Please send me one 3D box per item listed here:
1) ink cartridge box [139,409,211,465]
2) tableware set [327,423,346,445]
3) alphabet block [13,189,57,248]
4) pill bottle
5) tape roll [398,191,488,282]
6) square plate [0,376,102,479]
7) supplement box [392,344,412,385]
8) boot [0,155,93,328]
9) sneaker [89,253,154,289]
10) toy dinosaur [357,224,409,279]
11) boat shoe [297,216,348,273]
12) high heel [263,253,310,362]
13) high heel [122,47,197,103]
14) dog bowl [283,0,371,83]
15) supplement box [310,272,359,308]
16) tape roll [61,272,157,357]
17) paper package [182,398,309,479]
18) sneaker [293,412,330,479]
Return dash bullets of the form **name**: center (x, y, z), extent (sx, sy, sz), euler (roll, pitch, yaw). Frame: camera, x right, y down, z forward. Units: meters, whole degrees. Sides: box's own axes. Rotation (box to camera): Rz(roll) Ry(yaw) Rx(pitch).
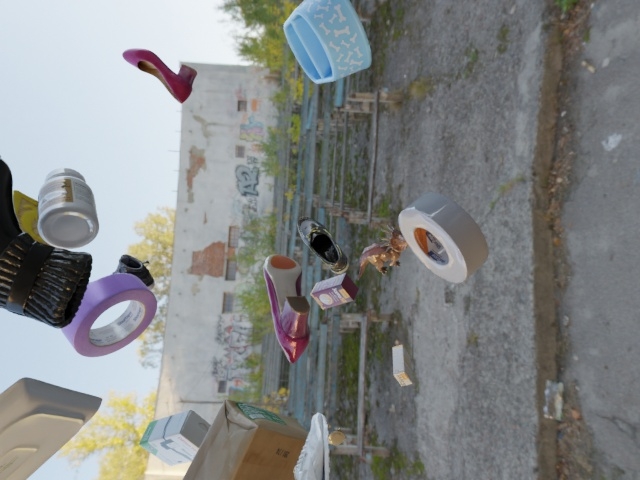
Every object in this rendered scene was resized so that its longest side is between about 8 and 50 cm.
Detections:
- **ink cartridge box**: center (-0.464, 0.655, 1.336), extent (0.153, 0.208, 0.087), euler (52, -152, -23)
- **tableware set**: center (0.000, 0.733, 1.487), extent (0.168, 0.141, 0.020), euler (-44, 18, 6)
- **alphabet block**: center (-0.940, -0.001, 1.254), extent (0.193, 0.197, 0.193), euler (46, -159, -54)
- **pill bottle**: center (-0.666, -0.094, 1.065), extent (0.229, 0.131, 0.131), euler (52, 148, 42)
- **tape roll**: center (0.287, -0.006, 0.964), extent (0.219, 0.072, 0.219), euler (49, 166, 16)
- **square plate**: center (-0.660, 0.450, 0.828), extent (0.347, 0.049, 0.344), euler (-44, -17, -22)
- **supplement box**: center (0.242, 0.370, 1.199), extent (0.062, 0.036, 0.099), euler (56, -154, -29)
- **boot**: center (-0.619, -0.001, 0.849), extent (0.131, 0.259, 0.349), euler (-95, 20, -75)
- **sneaker**: center (-0.779, 0.135, 1.534), extent (0.101, 0.268, 0.153), euler (-122, 33, -47)
- **toy dinosaur**: center (0.247, 0.043, 1.632), extent (0.200, 0.295, 0.127), euler (39, -155, -61)
- **boat shoe**: center (0.000, 0.000, 1.210), extent (0.228, 0.081, 0.069), euler (48, 178, 29)
- **high heel**: center (-0.116, 0.187, 1.232), extent (0.377, 0.127, 0.182), euler (-115, 33, -62)
- **high heel**: center (-0.510, -0.505, 1.246), extent (0.082, 0.243, 0.117), euler (125, 164, -74)
- **dog bowl**: center (0.002, -0.393, 0.800), extent (0.166, 0.074, 0.297), euler (56, 180, -23)
- **supplement box**: center (0.062, 0.229, 1.807), extent (0.104, 0.188, 0.081), euler (51, -139, -18)
- **tape roll**: center (-0.677, 0.242, 1.310), extent (0.274, 0.090, 0.275), euler (-42, -26, -26)
- **paper package**: center (-0.199, 0.666, 1.184), extent (0.325, 0.168, 0.310), euler (41, -111, -44)
- **sneaker**: center (-0.021, 0.559, 1.022), extent (0.090, 0.094, 0.235), euler (84, -175, -51)
